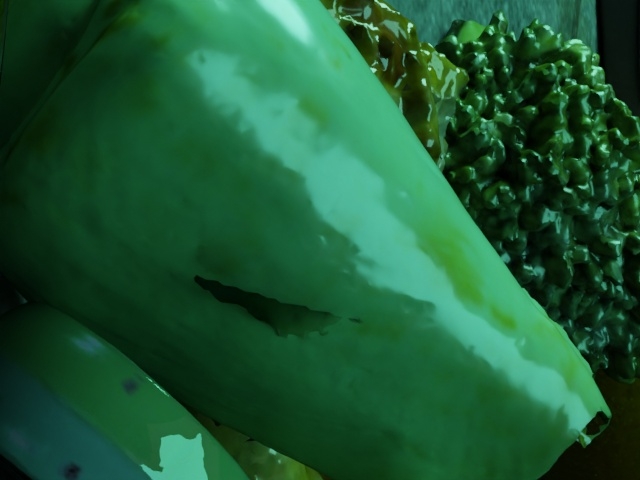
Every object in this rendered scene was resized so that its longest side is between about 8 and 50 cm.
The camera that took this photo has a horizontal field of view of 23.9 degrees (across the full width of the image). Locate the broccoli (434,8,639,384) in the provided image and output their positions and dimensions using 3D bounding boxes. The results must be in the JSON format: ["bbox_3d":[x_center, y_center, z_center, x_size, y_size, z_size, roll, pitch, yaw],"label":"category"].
[{"bbox_3d":[0.130,-0.025,0.832,0.242,0.180,0.273,64,36,-38],"label":"broccoli"}]

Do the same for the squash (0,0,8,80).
[{"bbox_3d":[-0.132,-0.037,0.427,0.087,0.087,0.331,16,77,-62],"label":"squash"}]

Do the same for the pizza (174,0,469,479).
[{"bbox_3d":[0.000,0.000,0.659,0.182,0.074,0.365,-4,97,-39],"label":"pizza"}]

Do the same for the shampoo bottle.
[{"bbox_3d":[0.262,-0.179,1.219,0.068,0.067,0.236,-4,92,-54],"label":"shampoo bottle"}]

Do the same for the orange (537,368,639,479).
[{"bbox_3d":[0.215,0.095,0.964,0.206,0.206,0.206,3,86,-63],"label":"orange"}]

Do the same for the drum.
[{"bbox_3d":[-0.077,0.098,0.566,0.049,0.130,0.253,-49,168,-18],"label":"drum"}]

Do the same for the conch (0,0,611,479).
[{"bbox_3d":[-0.030,0.000,0.532,0.143,0.137,0.250,-38,109,-7],"label":"conch"}]
